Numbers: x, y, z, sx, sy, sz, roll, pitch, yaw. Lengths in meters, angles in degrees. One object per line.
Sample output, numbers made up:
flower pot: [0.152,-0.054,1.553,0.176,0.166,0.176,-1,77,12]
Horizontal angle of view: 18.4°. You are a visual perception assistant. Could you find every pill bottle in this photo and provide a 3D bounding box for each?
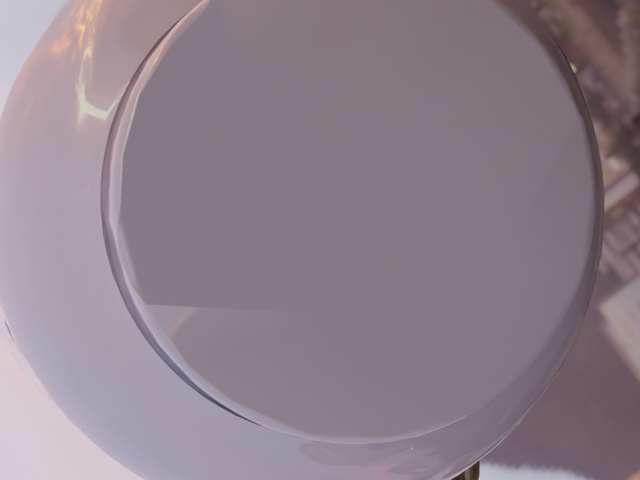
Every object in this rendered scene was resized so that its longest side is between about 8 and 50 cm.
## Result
pill bottle: [-0.020,-0.008,0.645,0.181,0.181,0.323,50,171,-7]

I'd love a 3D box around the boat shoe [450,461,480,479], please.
boat shoe: [0.000,0.000,0.977,0.089,0.104,0.285,-5,-104,-34]
